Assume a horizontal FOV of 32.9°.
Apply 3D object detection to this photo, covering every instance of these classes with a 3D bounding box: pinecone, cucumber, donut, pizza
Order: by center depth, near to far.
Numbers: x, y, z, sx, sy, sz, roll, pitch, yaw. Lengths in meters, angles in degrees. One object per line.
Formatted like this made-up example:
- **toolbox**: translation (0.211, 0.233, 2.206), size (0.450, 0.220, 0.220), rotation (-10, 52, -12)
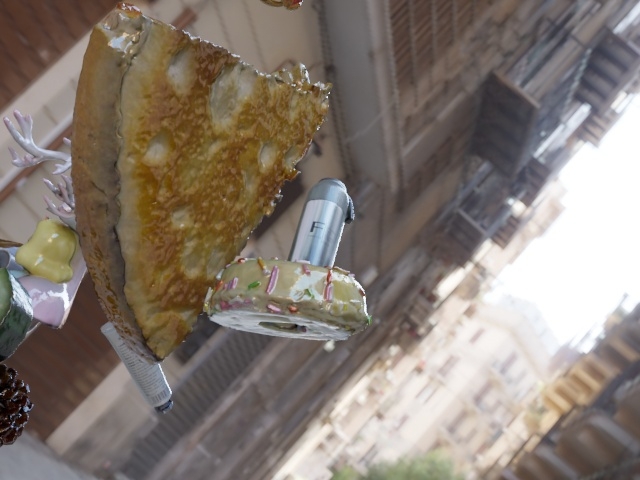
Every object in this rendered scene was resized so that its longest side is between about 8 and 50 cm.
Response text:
- **donut**: translation (-0.032, 0.060, 1.123), size (0.174, 0.068, 0.174), rotation (7, -15, 2)
- **pizza**: translation (-0.138, -0.100, 1.318), size (0.130, 0.406, 0.440), rotation (21, -55, 31)
- **cucumber**: translation (-0.523, 0.105, 1.554), size (0.191, 0.191, 0.130), rotation (40, -7, 17)
- **pinecone**: translation (-0.507, 0.244, 1.646), size (0.140, 0.140, 0.121), rotation (38, -44, 23)

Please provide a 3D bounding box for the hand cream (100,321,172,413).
- **hand cream**: translation (-0.277, 0.189, 1.675), size (0.042, 0.067, 0.194), rotation (36, -29, 53)

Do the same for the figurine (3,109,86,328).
- **figurine**: translation (-0.433, -0.027, 1.807), size (0.206, 0.316, 0.284), rotation (24, -7, 33)

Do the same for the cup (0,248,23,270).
- **cup**: translation (-0.618, 0.068, 2.109), size (0.077, 0.100, 0.078), rotation (51, 17, -50)

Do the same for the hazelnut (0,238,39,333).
- **hazelnut**: translation (-0.684, 0.099, 2.293), size (0.234, 0.218, 0.218), rotation (43, -12, -3)

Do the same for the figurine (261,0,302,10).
- **figurine**: translation (-0.047, -0.435, 1.770), size (0.176, 0.121, 0.122), rotation (6, -56, 26)

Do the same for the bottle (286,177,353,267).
- **bottle**: translation (0.000, 0.000, 1.891), size (0.096, 0.254, 0.079), rotation (28, -42, -15)
